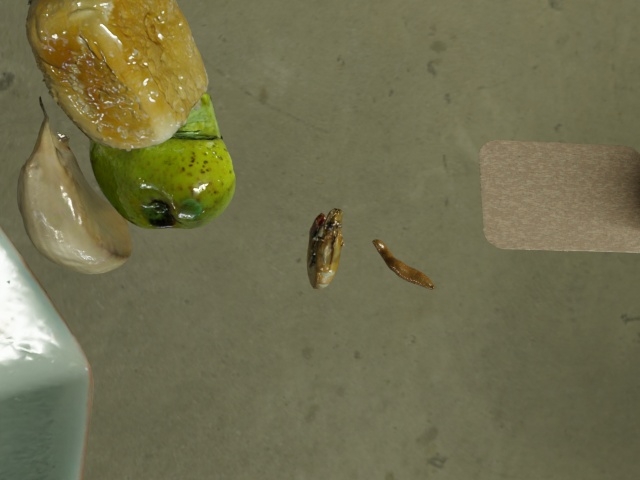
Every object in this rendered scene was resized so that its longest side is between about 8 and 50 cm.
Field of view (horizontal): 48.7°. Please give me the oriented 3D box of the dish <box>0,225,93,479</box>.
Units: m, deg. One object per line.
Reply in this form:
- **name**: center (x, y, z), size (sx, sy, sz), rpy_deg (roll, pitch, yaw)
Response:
- **dish**: center (-0.143, 0.056, 0.217), size (0.064, 0.234, 0.154), rpy_deg (-26, 115, -3)

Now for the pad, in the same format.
- **pad**: center (0.372, -0.068, 1.073), size (0.266, 0.002, 0.176), rpy_deg (2, 73, -6)

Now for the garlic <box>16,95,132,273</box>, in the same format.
- **garlic**: center (-0.461, -0.065, 1.280), size (0.151, 0.196, 0.338), rpy_deg (-7, 140, 14)

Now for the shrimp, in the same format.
- **shrimp**: center (0.008, 0.000, 1.013), size (0.045, 0.095, 0.162), rpy_deg (9, 133, -8)

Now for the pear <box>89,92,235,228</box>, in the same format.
- **pear**: center (-0.271, -0.126, 1.184), size (0.238, 0.255, 0.164), rpy_deg (-11, 132, -9)

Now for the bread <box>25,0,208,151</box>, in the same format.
- **bread**: center (-0.272, -0.237, 0.931), size (0.195, 0.176, 0.246), rpy_deg (-69, 146, -43)

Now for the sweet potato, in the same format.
- **sweet potato**: center (0.186, 0.062, 1.627), size (0.179, 0.044, 0.044), rpy_deg (36, 82, 11)
